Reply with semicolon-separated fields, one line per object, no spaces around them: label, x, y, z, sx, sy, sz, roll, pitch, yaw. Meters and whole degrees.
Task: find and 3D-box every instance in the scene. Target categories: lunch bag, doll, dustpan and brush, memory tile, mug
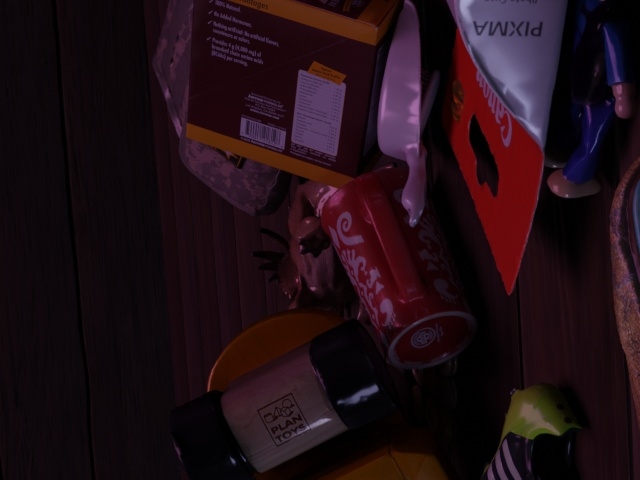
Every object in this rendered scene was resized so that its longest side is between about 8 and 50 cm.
lunch bag;-0.100;-0.197;1.866;0.235;0.169;0.287;118;137;-58
doll;0.192;-0.121;1.007;0.129;0.046;0.189;-101;12;-51
dustpan and brush;0.084;-0.102;1.341;0.147;0.060;0.211;83;-160;-55
memory tile;0.114;0.124;1.459;0.113;0.012;0.148;-137;43;-69
mug;0.067;0.025;1.367;0.113;0.150;0.169;-39;52;24

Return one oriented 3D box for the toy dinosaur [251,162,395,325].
toy dinosaur;0.000;0.000;1.651;0.200;0.127;0.295;-102;20;-49

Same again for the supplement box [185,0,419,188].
supplement box;-0.019;-0.184;1.432;0.129;0.191;0.194;-54;-22;-48

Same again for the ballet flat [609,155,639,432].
ballet flat;0.237;0.115;0.838;0.123;0.123;0.348;145;117;-73

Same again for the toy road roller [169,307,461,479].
toy road roller;0.021;0.220;1.374;0.329;0.203;0.240;61;-172;-5

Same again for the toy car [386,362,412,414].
toy car;0.043;0.228;1.564;0.136;0.159;0.182;45;160;3

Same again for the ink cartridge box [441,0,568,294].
ink cartridge box;0.109;-0.197;1.131;0.308;0.091;0.384;-101;14;-57

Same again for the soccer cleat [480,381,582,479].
soccer cleat;0.171;0.197;1.187;0.072;0.060;0.178;-124;32;-46
